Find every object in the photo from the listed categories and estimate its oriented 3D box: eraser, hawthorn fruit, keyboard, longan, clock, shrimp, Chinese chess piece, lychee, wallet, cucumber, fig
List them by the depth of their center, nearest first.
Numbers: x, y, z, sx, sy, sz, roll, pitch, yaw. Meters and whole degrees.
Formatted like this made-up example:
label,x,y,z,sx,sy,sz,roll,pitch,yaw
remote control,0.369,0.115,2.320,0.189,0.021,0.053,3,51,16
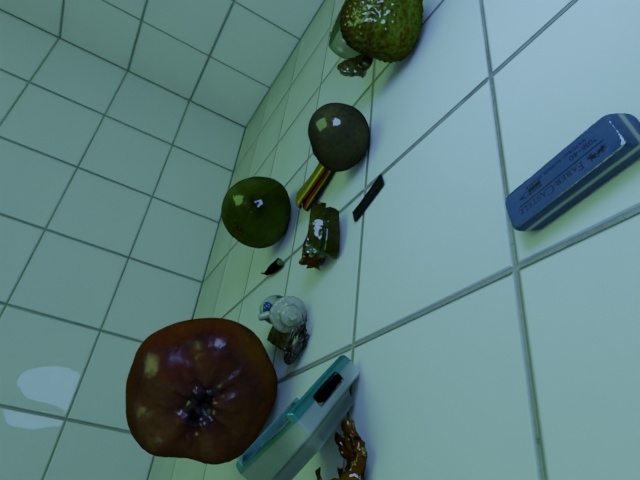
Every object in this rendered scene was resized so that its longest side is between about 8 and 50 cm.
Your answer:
label,x,y,z,sx,sy,sz,roll,pitch,yaw
eraser,0.391,-0.102,0.742,0.225,0.036,0.082,-49,27,41
clock,-0.028,0.403,1.041,0.231,0.116,0.262,-51,-10,28
keyboard,0.139,-0.123,1.393,0.155,0.010,0.053,-54,24,31
shrimp,-0.068,0.295,1.416,0.165,0.056,0.065,-66,15,-4
hawthorn fruit,-0.365,0.448,1.465,0.472,0.471,0.472,-50,28,38
lychee,0.186,-0.677,1.482,0.270,0.269,0.320,-156,69,-69
longan,0.062,-0.332,1.526,0.196,0.196,0.220,-139,34,-67
wallet,-0.009,-0.233,1.790,0.241,0.067,0.141,-55,20,18
Chinese chess piece,0.163,-0.869,1.825,0.349,0.146,0.349,-58,16,28
cucumber,-0.196,0.116,1.910,0.039,0.043,0.163,-48,4,-39
fig,-0.250,-0.135,1.988,0.316,0.316,0.316,-50,28,38

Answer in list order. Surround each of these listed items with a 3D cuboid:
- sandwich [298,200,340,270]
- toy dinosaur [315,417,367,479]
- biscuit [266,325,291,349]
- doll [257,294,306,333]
label,x,y,z,sx,sy,sz,roll,pitch,yaw
sandwich,0.001,-0.009,1.501,0.160,0.109,0.185,110,170,-62
toy dinosaur,0.028,0.563,0.882,0.208,0.097,0.432,-44,31,35
biscuit,-0.130,0.323,1.563,0.199,0.034,0.064,0,68,68
doll,-0.131,0.230,1.548,0.293,0.138,0.119,1,110,70
